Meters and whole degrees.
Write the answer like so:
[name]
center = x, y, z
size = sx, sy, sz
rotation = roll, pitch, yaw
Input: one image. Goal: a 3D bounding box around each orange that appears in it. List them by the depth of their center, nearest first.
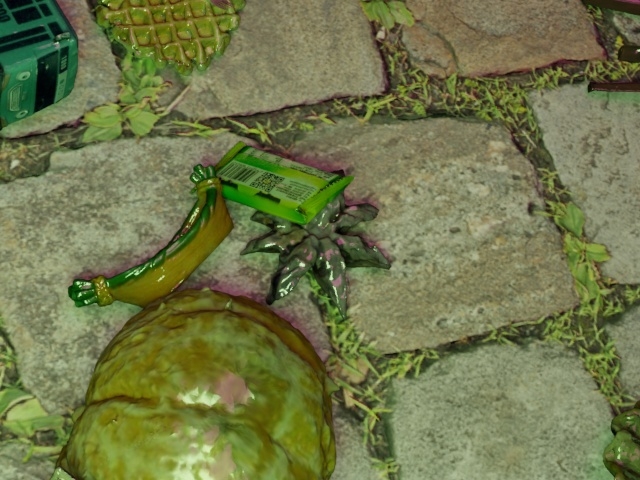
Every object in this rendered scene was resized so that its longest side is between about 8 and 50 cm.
[orange]
center = -0.109, 0.207, 1.236
size = 0.271, 0.210, 0.368
rotation = 26, 56, -13

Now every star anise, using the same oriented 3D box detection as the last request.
[star anise]
center = 0.000, 0.000, 1.455
size = 0.180, 0.061, 0.204
rotation = 44, 60, 10

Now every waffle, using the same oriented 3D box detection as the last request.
[waffle]
center = -0.188, -0.294, 1.576
size = 0.169, 0.036, 0.183
rotation = 34, 59, 0

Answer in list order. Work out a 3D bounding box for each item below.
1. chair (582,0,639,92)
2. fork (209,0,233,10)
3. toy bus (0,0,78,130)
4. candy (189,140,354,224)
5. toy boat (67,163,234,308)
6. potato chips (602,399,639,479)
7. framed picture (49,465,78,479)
[chair]
center = 0.540, -0.279, 1.685
size = 0.327, 0.175, 0.183
rotation = 8, 69, -7
[fork]
center = -0.157, -0.330, 1.579
size = 0.115, 0.012, 0.016
rotation = 40, 54, 8
[toy bus]
center = -0.391, -0.268, 1.457
size = 0.147, 0.128, 0.256
rotation = -24, 69, -26
[candy]
center = -0.058, -0.068, 1.455
size = 0.178, 0.032, 0.102
rotation = 19, 43, 32
[toy boat]
center = -0.178, 0.009, 1.387
size = 0.088, 0.089, 0.229
rotation = 45, 63, -6
[potato chips]
center = 0.500, 0.350, 1.380
size = 0.429, 0.070, 0.358
rotation = 35, 45, 0
[framed picture]
center = -0.182, 0.358, 1.141
size = 0.274, 0.217, 0.017
rotation = 37, 33, 7
